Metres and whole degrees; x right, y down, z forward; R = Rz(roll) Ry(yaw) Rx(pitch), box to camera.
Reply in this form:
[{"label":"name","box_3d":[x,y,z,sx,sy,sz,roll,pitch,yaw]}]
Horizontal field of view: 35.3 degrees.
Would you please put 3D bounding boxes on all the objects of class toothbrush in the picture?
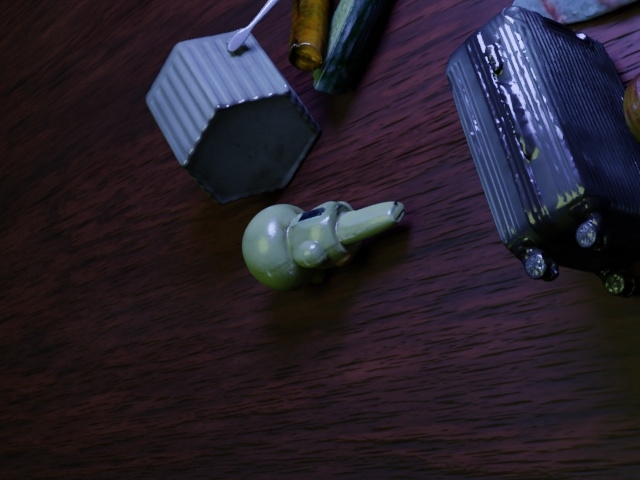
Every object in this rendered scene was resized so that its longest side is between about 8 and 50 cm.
[{"label":"toothbrush","box_3d":[-0.051,-0.398,1.563,0.275,0.019,0.025,-47,28,0]}]

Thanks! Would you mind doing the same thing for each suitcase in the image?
[{"label":"suitcase","box_3d":[0.265,-0.098,1.105,0.128,0.202,0.312,-38,55,39]}]

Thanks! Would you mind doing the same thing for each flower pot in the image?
[{"label":"flower pot","box_3d":[-0.142,-0.200,1.620,0.209,0.239,0.189,96,152,-44]}]

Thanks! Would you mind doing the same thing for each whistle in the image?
[{"label":"whistle","box_3d":[0.003,0.009,1.489,0.294,0.141,0.141,-2,80,33]}]

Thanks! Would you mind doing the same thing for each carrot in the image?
[{"label":"carrot","box_3d":[-0.016,-0.355,1.562,0.070,0.070,0.260,-42,31,37]}]

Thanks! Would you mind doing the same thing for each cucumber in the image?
[{"label":"cucumber","box_3d":[0.061,-0.343,1.517,0.115,0.063,0.243,-105,37,-63]}]

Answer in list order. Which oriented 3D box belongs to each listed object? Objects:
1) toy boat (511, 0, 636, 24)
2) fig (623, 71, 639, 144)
[{"label":"toy boat","box_3d":[0.326,-0.343,1.194,0.282,0.096,0.206,-50,58,44]},{"label":"fig","box_3d":[0.383,-0.114,1.048,0.109,0.103,0.154,-18,80,23]}]
